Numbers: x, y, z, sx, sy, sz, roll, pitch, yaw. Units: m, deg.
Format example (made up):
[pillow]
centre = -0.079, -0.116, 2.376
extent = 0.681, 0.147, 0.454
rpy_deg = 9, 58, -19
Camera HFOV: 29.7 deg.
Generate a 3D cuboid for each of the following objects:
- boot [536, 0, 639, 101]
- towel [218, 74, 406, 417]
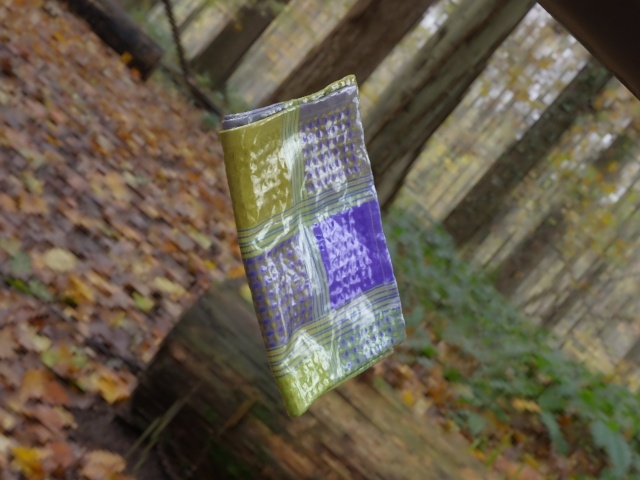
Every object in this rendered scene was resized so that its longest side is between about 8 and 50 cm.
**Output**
[boot]
centre = 0.119, -0.271, 0.589
extent = 0.445, 0.146, 0.367
rpy_deg = 49, -12, 18
[towel]
centre = 0.000, 0.000, 0.329
extent = 0.009, 0.083, 0.060
rpy_deg = -3, 13, 37
